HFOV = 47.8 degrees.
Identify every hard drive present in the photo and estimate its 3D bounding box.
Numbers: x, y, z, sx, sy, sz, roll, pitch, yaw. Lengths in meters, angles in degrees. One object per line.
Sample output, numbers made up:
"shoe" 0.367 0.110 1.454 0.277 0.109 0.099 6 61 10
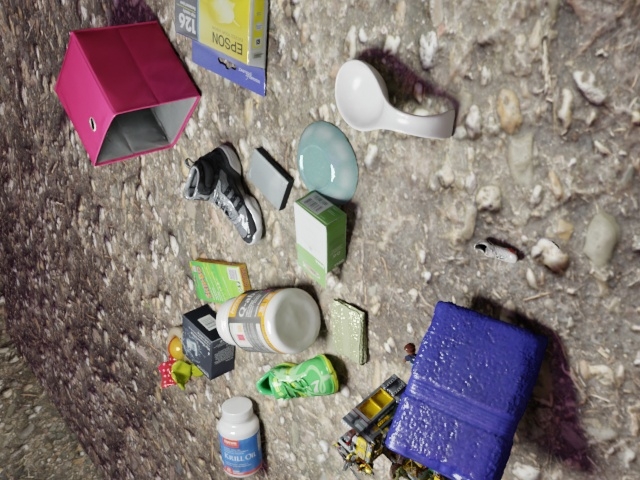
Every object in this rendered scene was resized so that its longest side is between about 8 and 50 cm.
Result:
"hard drive" -0.124 -0.150 1.758 0.135 0.022 0.094 46 137 26

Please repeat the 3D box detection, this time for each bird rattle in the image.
"bird rattle" -0.446 0.379 2.356 0.253 0.143 0.207 -3 93 64

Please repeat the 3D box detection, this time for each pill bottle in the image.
"pill bottle" -0.140 0.204 1.835 0.278 0.162 0.162 -8 101 51
"pill bottle" -0.242 0.586 2.167 0.124 0.124 0.221 20 122 44

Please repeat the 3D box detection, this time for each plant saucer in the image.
"plant saucer" 0.002 -0.164 1.590 0.195 0.037 0.195 24 124 41

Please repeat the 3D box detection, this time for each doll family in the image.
"doll family" 0.234 0.273 1.486 0.193 0.076 0.111 -5 123 46

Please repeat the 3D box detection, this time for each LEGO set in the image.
"LEGO set" 0.151 0.463 1.532 0.255 0.192 0.331 43 148 21

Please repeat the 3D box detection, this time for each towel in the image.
"towel" 0.271 0.286 1.342 0.228 0.076 0.308 20 90 31
"towel" 0.065 0.215 1.702 0.110 0.027 0.148 21 122 45

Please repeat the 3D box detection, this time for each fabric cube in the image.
"fabric cube" -0.520 -0.392 1.927 0.258 0.259 0.254 60 143 10

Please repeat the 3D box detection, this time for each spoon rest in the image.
"spoon rest" 0.120 -0.256 1.366 0.276 0.084 0.137 29 128 38

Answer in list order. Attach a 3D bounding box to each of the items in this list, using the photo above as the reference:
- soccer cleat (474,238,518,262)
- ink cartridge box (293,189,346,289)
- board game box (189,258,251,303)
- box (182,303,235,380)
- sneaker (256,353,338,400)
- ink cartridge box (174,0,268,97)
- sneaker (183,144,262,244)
"soccer cleat" 0.315 0.021 1.301 0.083 0.036 0.029 32 129 38
"ink cartridge box" 0.000 0.000 1.634 0.109 0.062 0.209 39 148 32
"board game box" -0.287 0.120 2.073 0.259 0.039 0.124 3 109 47
"box" -0.337 0.306 2.175 0.156 0.093 0.158 35 132 35
"sneaker" -0.060 0.366 1.845 0.295 0.123 0.109 -24 88 52
"ink cartridge box" -0.237 -0.520 1.683 0.304 0.072 0.307 32 127 37
"sneaker" -0.256 -0.101 1.833 0.101 0.153 0.268 -20 91 53
